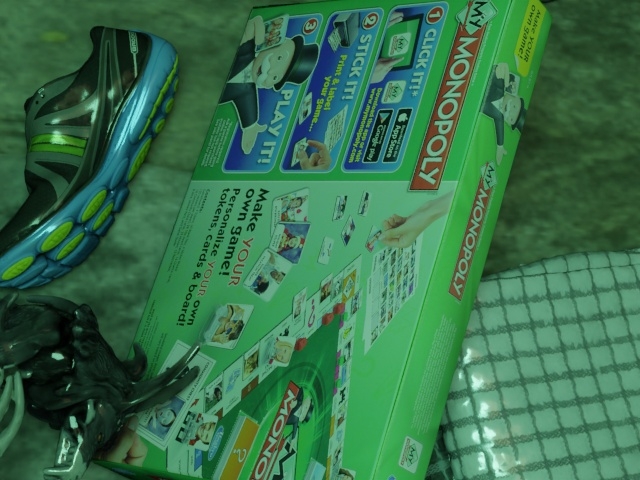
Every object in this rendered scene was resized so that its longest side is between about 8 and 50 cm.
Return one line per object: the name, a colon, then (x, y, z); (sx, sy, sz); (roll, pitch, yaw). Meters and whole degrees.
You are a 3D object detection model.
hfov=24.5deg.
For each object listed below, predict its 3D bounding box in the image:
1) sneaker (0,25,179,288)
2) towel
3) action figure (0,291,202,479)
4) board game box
sneaker: (-0.156, -0.052, 0.914); (0.078, 0.067, 0.188); (23, 72, 11)
towel: (0.194, 0.128, 0.945); (0.283, 0.121, 0.235); (-8, 71, -24)
action figure: (-0.209, 0.091, 0.806); (0.275, 0.164, 0.141); (8, 75, -3)
board game box: (0.000, 0.000, 0.871); (0.046, 0.213, 0.317); (37, 65, -45)
